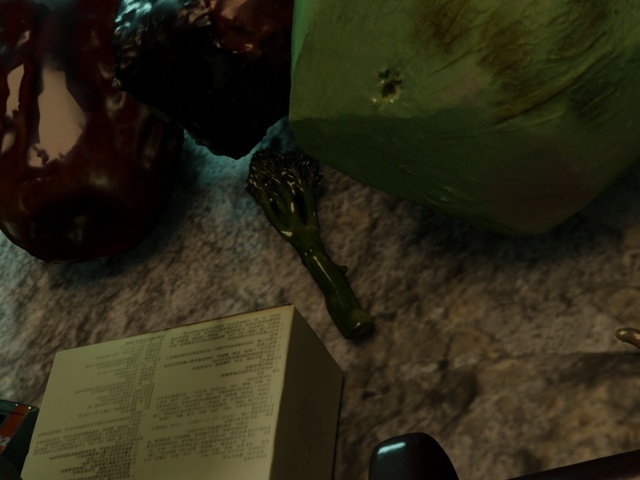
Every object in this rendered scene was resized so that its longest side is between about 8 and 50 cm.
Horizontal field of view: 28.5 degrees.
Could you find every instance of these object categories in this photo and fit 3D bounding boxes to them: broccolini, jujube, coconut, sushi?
[{"bbox_3d":[0.000,0.002,1.045,0.216,0.058,0.067,55,129,42],"label":"broccolini"},{"bbox_3d":[-0.238,-0.126,1.197,0.223,0.223,0.318,-24,50,10],"label":"jujube"},{"bbox_3d":[0.117,-0.157,0.939,0.328,0.328,0.281,-40,13,-8],"label":"coconut"},{"bbox_3d":[-0.068,-0.224,1.152,0.182,0.196,0.343,-24,37,22],"label":"sushi"}]

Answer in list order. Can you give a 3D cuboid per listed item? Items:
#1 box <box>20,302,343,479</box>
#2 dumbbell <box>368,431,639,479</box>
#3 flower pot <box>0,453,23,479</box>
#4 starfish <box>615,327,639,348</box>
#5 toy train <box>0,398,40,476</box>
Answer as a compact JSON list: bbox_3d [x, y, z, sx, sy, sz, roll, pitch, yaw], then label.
[{"bbox_3d":[-0.102,0.153,0.915,0.212,0.095,0.168,-12,44,22],"label":"box"},{"bbox_3d":[0.147,0.159,0.732,0.225,0.124,0.140,-17,38,16],"label":"dumbbell"},{"bbox_3d":[-0.300,0.253,0.784,0.259,0.290,0.290,-30,41,5],"label":"flower pot"},{"bbox_3d":[0.349,0.062,0.755,0.299,0.060,0.302,-23,43,7],"label":"starfish"},{"bbox_3d":[-0.380,0.160,1.085,0.409,0.086,0.089,5,53,35],"label":"toy train"}]
